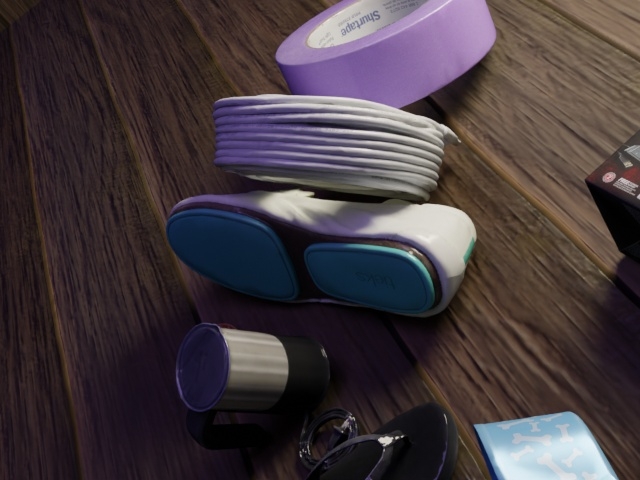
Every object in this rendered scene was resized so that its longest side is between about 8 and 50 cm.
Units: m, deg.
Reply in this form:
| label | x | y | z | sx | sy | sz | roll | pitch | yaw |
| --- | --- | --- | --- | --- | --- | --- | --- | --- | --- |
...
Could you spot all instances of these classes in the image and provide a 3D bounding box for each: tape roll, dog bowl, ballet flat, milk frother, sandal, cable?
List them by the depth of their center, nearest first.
| label | x | y | z | sx | sy | sz | roll | pitch | yaw |
| --- | --- | --- | --- | --- | --- | --- | --- | --- | --- |
| dog bowl | 0.186 | 0.236 | 0.600 | 0.074 | 0.166 | 0.297 | -22 | 38 | 3 |
| sandal | 0.015 | 0.232 | 0.826 | 0.254 | 0.054 | 0.097 | -36 | 37 | 3 |
| milk frother | -0.048 | 0.153 | 0.895 | 0.143 | 0.135 | 0.129 | 5 | 86 | 47 |
| cable | 0.007 | -0.101 | 1.026 | 0.257 | 0.257 | 0.089 | 7 | 91 | 22 |
| ballet flat | 0.000 | 0.000 | 1.045 | 0.400 | 0.139 | 0.139 | 8 | 56 | 39 |
| tape roll | 0.083 | -0.256 | 1.198 | 0.275 | 0.090 | 0.275 | -22 | 25 | 11 |

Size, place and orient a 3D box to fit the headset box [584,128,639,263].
| label | x | y | z | sx | sy | sz | roll | pitch | yaw |
| --- | --- | --- | --- | --- | --- | --- | --- | --- | --- |
| headset box | 0.410 | -0.074 | 0.769 | 0.293 | 0.110 | 0.218 | -41 | 37 | -4 |

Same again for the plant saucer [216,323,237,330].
| label | x | y | z | sx | sy | sz | roll | pitch | yaw |
| --- | --- | --- | --- | --- | --- | --- | --- | --- | --- |
| plant saucer | -0.126 | 0.135 | 1.082 | 0.083 | 0.013 | 0.083 | -24 | 39 | 20 |
